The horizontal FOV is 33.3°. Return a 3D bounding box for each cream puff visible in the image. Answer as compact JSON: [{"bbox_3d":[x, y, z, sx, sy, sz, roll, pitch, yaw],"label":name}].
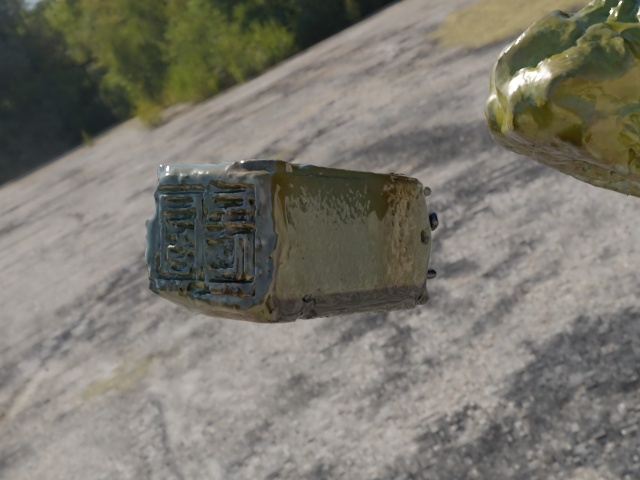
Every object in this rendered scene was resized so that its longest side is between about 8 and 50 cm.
[{"bbox_3d":[0.291,-0.140,0.991,0.282,0.282,0.185,-164,93,-74],"label":"cream puff"}]

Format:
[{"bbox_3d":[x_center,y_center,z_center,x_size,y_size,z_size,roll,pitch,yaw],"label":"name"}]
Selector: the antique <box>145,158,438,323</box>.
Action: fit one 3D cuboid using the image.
[{"bbox_3d":[0.000,0.000,0.930,0.150,0.125,0.284,3,1,41],"label":"antique"}]
